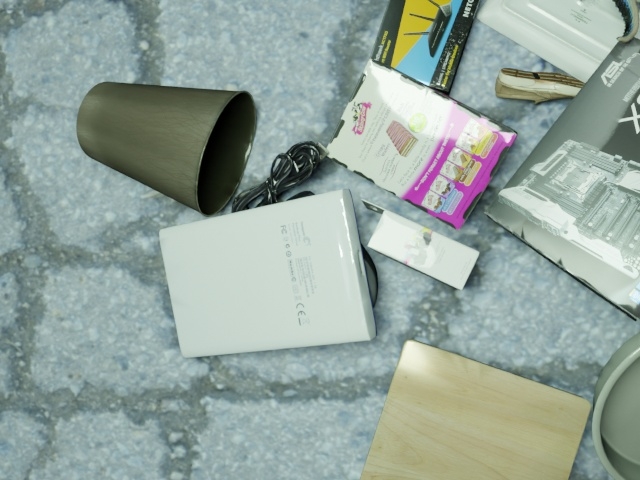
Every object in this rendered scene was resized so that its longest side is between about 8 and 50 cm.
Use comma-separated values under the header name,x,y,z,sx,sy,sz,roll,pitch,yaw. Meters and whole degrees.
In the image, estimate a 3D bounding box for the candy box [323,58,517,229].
name,x,y,z,sx,sy,sz,roll,pitch,yaw
candy box,0.144,-0.143,0.844,0.234,0.071,0.159,31,111,9

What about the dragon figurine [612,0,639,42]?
name,x,y,z,sx,sy,sz,roll,pitch,yaw
dragon figurine,0.402,-0.389,0.791,0.144,0.085,0.288,18,84,28

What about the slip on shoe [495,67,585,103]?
name,x,y,z,sx,sy,sz,roll,pitch,yaw
slip on shoe,0.331,-0.226,0.857,0.136,0.051,0.041,8,128,2

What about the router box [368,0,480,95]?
name,x,y,z,sx,sy,sz,roll,pitch,yaw
router box,0.162,-0.325,0.885,0.133,0.046,0.178,18,90,10

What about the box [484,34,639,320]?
name,x,y,z,sx,sy,sz,roll,pitch,yaw
box,0.417,-0.085,0.767,0.242,0.077,0.307,42,101,26

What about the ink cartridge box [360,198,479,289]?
name,x,y,z,sx,sy,sz,roll,pitch,yaw
ink cartridge box,0.133,0.007,0.840,0.182,0.104,0.061,26,90,10

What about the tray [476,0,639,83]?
name,x,y,z,sx,sy,sz,roll,pitch,yaw
tray,0.389,-0.332,0.857,0.270,0.030,0.145,35,91,9

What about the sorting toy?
name,x,y,z,sx,sy,sz,roll,pitch,yaw
sorting toy,0.208,0.298,0.818,0.257,0.089,0.255,18,89,10

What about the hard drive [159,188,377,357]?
name,x,y,z,sx,sy,sz,roll,pitch,yaw
hard drive,-0.088,0.058,0.852,0.319,0.040,0.210,-10,90,25

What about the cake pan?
name,x,y,z,sx,sy,sz,roll,pitch,yaw
cake pan,0.497,0.216,0.746,0.294,0.054,0.292,1,110,3

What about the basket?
name,x,y,z,sx,sy,sz,roll,pitch,yaw
basket,-0.243,-0.163,0.891,0.227,0.154,0.204,17,75,14

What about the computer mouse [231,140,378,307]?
name,x,y,z,sx,sy,sz,roll,pitch,yaw
computer mouse,0.000,0.000,0.872,0.188,0.072,0.272,-39,79,26
